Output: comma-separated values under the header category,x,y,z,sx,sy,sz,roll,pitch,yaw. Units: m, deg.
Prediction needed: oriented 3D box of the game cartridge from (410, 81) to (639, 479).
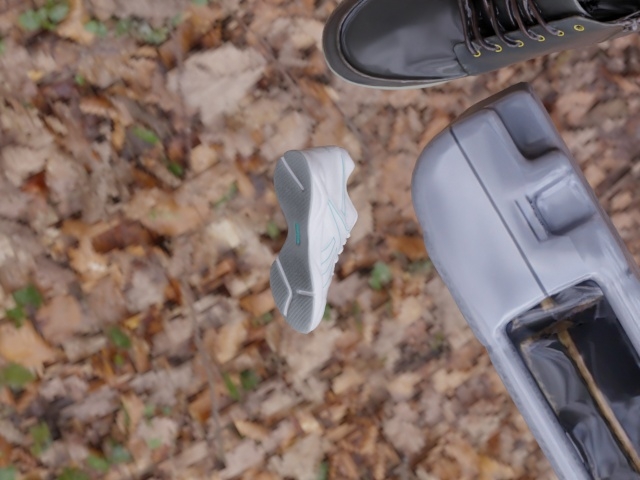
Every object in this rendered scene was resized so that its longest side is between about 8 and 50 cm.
category,x,y,z,sx,sy,sz,roll,pitch,yaw
game cartridge,0.126,0.083,0.493,0.062,0.297,0.198,-30,-178,7

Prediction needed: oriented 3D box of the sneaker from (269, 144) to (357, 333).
category,x,y,z,sx,sy,sz,roll,pitch,yaw
sneaker,0.000,0.000,1.037,0.061,0.054,0.152,-19,125,-40

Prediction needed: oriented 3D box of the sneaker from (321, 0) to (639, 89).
category,x,y,z,sx,sy,sz,roll,pitch,yaw
sneaker,0.105,-0.145,0.839,0.222,0.118,0.083,-13,94,6
